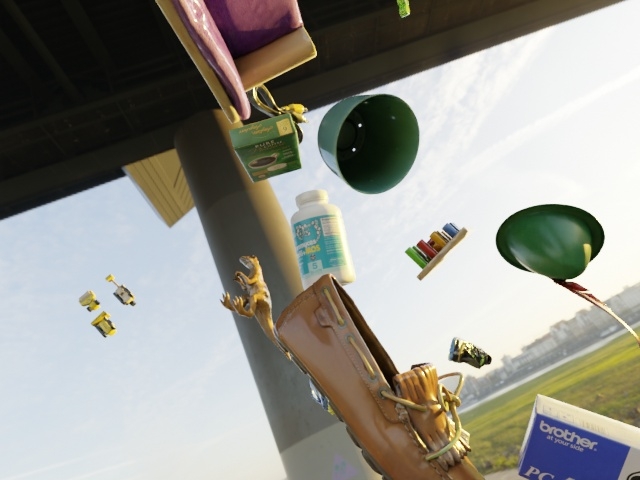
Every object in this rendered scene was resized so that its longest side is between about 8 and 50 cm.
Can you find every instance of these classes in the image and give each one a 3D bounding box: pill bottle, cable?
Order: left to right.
[{"bbox_3d":[-0.134,-0.383,1.260,0.287,0.072,0.140,6,-84,-52],"label":"cable"},{"bbox_3d":[0.000,0.000,1.113,0.146,0.265,0.146,-12,-12,-2],"label":"pill bottle"}]

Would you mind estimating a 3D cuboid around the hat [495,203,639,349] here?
[{"bbox_3d":[0.414,0.055,0.709,0.208,0.184,0.173,-5,-52,29],"label":"hat"}]

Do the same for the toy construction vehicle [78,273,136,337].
[{"bbox_3d":[-0.388,0.120,0.753,0.086,0.098,0.035,-49,-18,-15],"label":"toy construction vehicle"}]

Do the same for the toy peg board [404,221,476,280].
[{"bbox_3d":[0.291,0.008,1.010,0.161,0.079,0.161,-52,-19,20],"label":"toy peg board"}]

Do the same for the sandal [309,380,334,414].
[{"bbox_3d":[0.021,0.490,1.335,0.126,0.138,0.317,-57,-20,-25],"label":"sandal"}]

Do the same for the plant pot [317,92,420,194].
[{"bbox_3d":[0.124,-0.316,1.286,0.292,0.235,0.294,-10,-65,-23],"label":"plant pot"}]

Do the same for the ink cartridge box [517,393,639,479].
[{"bbox_3d":[0.350,0.266,0.470,0.046,0.206,0.097,-26,-55,-59],"label":"ink cartridge box"}]

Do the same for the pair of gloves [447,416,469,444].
[{"bbox_3d":[0.275,0.537,1.052,0.240,0.204,0.042,-44,-10,-37],"label":"pair of gloves"}]

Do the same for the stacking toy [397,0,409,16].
[{"bbox_3d":[0.208,-0.601,0.836,0.166,0.221,0.052,-5,30,37],"label":"stacking toy"}]

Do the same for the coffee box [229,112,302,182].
[{"bbox_3d":[-0.095,-0.167,0.765,0.113,0.041,0.184,-17,-9,-1],"label":"coffee box"}]

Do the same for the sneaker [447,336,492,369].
[{"bbox_3d":[0.401,0.302,1.088,0.188,0.078,0.067,22,-98,-41],"label":"sneaker"}]

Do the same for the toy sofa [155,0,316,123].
[{"bbox_3d":[-0.109,-0.300,0.409,0.150,0.177,0.362,-28,-21,0],"label":"toy sofa"}]

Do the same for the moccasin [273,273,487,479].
[{"bbox_3d":[0.104,0.199,0.521,0.147,0.380,0.139,-46,-28,4],"label":"moccasin"}]

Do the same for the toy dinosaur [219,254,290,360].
[{"bbox_3d":[-0.110,0.117,0.729,0.112,0.212,0.064,-2,-23,-45],"label":"toy dinosaur"}]
